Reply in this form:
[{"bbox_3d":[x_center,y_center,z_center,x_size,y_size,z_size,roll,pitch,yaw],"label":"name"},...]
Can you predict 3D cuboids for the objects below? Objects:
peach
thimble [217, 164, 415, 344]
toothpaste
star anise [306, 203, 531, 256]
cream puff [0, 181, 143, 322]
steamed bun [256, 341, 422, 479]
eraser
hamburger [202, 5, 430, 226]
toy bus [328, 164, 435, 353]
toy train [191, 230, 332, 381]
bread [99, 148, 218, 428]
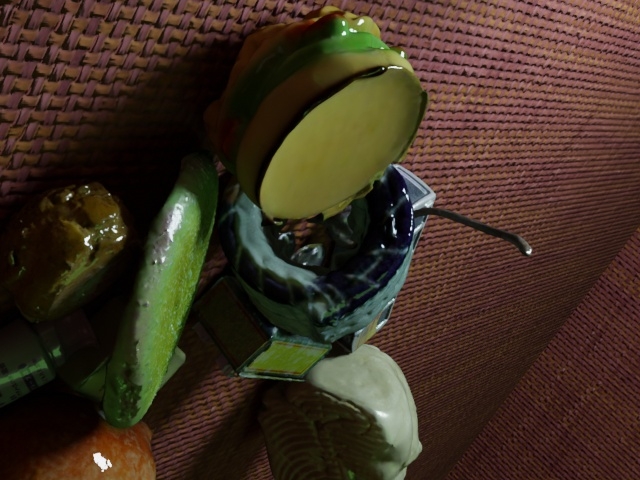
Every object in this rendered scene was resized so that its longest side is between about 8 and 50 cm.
[{"bbox_3d":[-0.291,0.273,1.172,0.256,0.232,0.232,-41,158,-38],"label":"peach"},{"bbox_3d":[0.000,0.000,1.222,0.237,0.237,0.150,-44,159,-10],"label":"thimble"},{"bbox_3d":[-0.367,0.155,1.048,0.299,0.073,0.114,-31,153,-18],"label":"toothpaste"},{"bbox_3d":[0.122,-0.029,1.329,0.227,0.218,0.148,-29,157,20],"label":"star anise"},{"bbox_3d":[-0.238,0.005,0.977,0.144,0.103,0.126,-33,166,-31],"label":"cream puff"},{"bbox_3d":[0.045,0.299,1.760,0.203,0.276,0.289,-41,146,-43],"label":"steamed bun"},{"bbox_3d":[-0.239,0.144,1.255,0.117,0.058,0.172,-45,157,-8],"label":"eraser"},{"bbox_3d":[-0.011,-0.142,1.080,0.237,0.149,0.237,-29,152,-17],"label":"hamburger"},{"bbox_3d":[0.077,0.036,1.586,0.138,0.097,0.342,-34,154,-35],"label":"toy bus"},{"bbox_3d":[-0.049,0.093,1.422,0.177,0.134,0.261,-43,158,12],"label":"toy train"},{"bbox_3d":[-0.157,0.049,1.089,0.301,0.045,0.301,-162,-90,-89],"label":"bread"}]
